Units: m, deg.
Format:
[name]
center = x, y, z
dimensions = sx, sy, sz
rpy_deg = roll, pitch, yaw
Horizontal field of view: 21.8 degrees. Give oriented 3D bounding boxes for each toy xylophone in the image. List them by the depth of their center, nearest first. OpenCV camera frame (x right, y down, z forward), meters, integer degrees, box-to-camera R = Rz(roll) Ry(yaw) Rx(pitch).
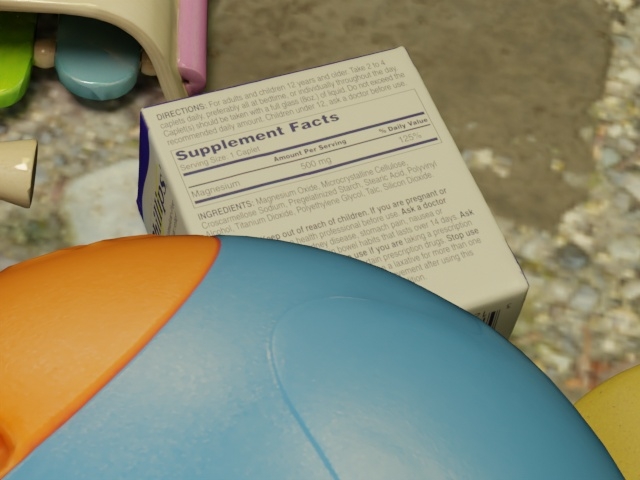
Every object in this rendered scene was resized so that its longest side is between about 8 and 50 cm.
[toy xylophone]
center = -0.211, -0.109, 0.755
dimensions = 0.322, 0.081, 0.236
rpy_deg = 10, 56, -1

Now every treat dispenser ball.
[treat dispenser ball]
center = -0.035, 0.141, 0.487
dimensions = 0.288, 0.288, 0.288
rpy_deg = 4, 56, -5

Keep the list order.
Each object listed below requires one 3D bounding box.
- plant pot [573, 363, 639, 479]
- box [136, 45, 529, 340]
[plant pot]
center = 0.134, 0.098, 0.668
dimensions = 0.083, 0.081, 0.081
rpy_deg = -14, 59, -3
[box]
center = 0.000, 0.000, 0.717
dimensions = 0.126, 0.072, 0.137
rpy_deg = -15, 60, -16
